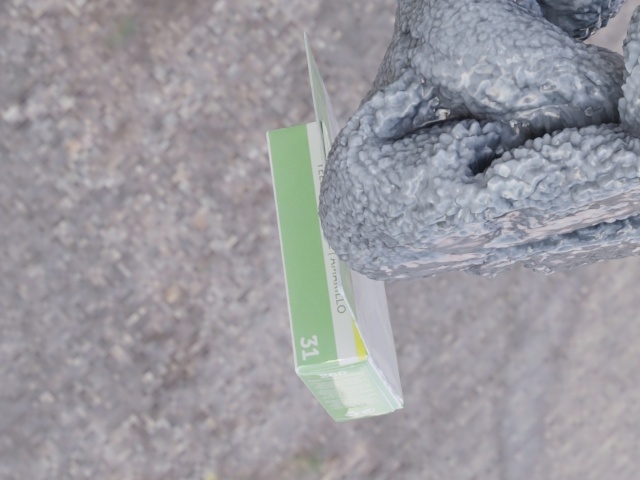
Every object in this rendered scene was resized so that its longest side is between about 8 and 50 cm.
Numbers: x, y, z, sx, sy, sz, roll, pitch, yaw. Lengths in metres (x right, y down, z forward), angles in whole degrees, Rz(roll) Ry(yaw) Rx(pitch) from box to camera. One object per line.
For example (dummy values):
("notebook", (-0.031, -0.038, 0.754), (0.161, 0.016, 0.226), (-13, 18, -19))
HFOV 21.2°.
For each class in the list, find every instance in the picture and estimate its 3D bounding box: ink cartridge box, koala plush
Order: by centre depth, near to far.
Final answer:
("koala plush", (0.084, -0.105, 0.755), (0.203, 0.221, 0.196), (-12, 168, 11))
("ink cartridge box", (0.000, 0.000, 1.068), (0.056, 0.171, 0.235), (-12, 157, 9))
